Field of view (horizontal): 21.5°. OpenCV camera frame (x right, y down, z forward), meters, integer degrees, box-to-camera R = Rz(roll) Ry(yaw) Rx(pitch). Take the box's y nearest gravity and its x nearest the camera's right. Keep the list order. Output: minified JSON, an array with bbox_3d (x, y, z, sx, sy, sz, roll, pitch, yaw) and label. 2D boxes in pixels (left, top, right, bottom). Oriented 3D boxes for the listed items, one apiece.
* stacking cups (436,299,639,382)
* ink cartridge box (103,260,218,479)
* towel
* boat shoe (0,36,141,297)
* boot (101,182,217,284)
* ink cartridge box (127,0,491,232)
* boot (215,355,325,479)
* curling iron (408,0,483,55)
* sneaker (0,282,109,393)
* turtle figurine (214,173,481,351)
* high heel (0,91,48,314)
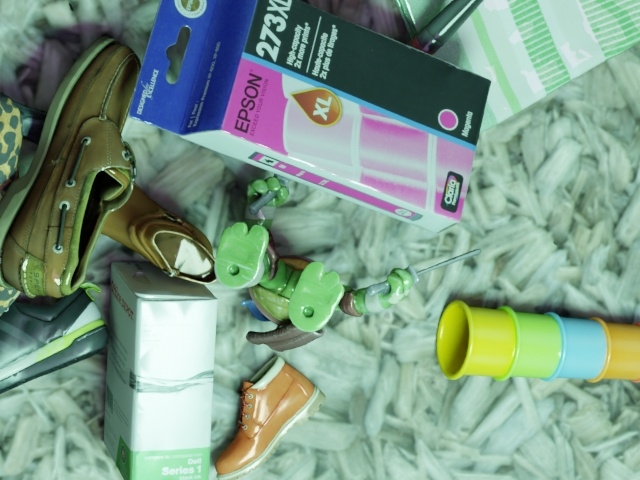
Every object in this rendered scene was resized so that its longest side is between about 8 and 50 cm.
[{"bbox_3d":[0.298,0.134,2.035,0.316,0.096,0.096,7,101,-23],"label":"stacking cups"},{"bbox_3d":[-0.177,0.145,1.844,0.093,0.160,0.219,0,104,-18],"label":"ink cartridge box"},{"bbox_3d":[0.252,-0.292,1.933,0.325,0.038,0.247,-30,111,-8],"label":"towel"},{"bbox_3d":[-0.238,-0.071,1.738,0.104,0.110,0.307,14,65,17],"label":"boat shoe"},{"bbox_3d":[-0.197,-0.019,1.800,0.197,0.152,0.073,23,96,-21],"label":"boot"},{"bbox_3d":[-0.005,-0.151,1.784,0.371,0.069,0.175,19,71,-16],"label":"ink cartridge box"},{"bbox_3d":[-0.077,0.206,1.950,0.158,0.059,0.084,-46,109,-11],"label":"boot"},{"bbox_3d":[0.126,-0.211,1.883,0.068,0.035,0.274,30,108,-22],"label":"curling iron"},{"bbox_3d":[-0.346,0.112,1.842,0.235,0.084,0.097,-22,85,-12],"label":"sneaker"},{"bbox_3d":[0.000,0.000,1.813,0.275,0.266,0.197,-28,88,10],"label":"turtle figurine"},{"bbox_3d":[-0.357,-0.024,1.728,0.093,0.186,0.261,17,91,15],"label":"high heel"}]
